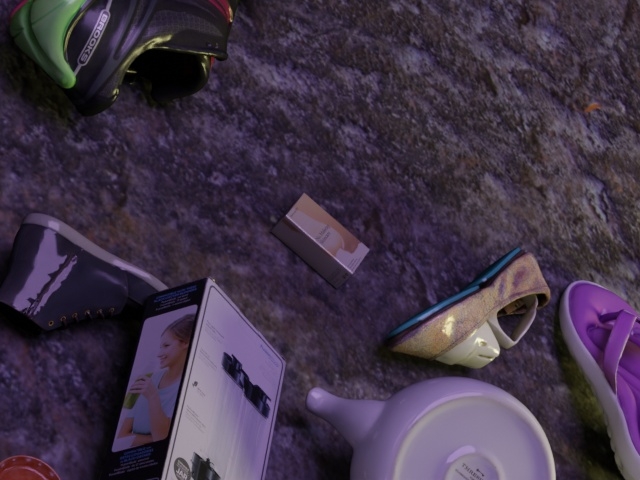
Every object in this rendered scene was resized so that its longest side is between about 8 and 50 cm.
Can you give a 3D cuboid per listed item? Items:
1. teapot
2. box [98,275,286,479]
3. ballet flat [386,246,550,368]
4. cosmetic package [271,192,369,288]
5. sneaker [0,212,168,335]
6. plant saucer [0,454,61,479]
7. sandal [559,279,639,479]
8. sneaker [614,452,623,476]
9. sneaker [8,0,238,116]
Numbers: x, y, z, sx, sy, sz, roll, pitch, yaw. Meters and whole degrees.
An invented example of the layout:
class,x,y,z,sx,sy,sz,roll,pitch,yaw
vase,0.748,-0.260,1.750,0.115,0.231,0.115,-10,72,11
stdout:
class,x,y,z,sx,sy,sz,roll,pitch,yaw
teapot,0.138,0.275,1.832,0.252,0.187,0.256,-10,91,-21
box,-0.133,0.204,1.693,0.169,0.087,0.290,50,35,-37
ballet flat,0.210,0.103,2.069,0.316,0.107,0.106,-29,86,-45
cosmetic package,0.000,0.000,2.029,0.115,0.041,0.060,40,43,-5
sneaker,-0.260,0.074,1.764,0.222,0.083,0.118,33,64,-25
plant saucer,-0.302,0.260,1.621,0.083,0.013,0.083,21,47,-24
sandal,0.441,0.183,2.120,0.169,0.102,0.416,17,35,-24
sneaker,0.465,0.296,2.134,0.162,0.073,0.063,21,48,-24
sneaker,-0.193,-0.288,2.038,0.483,0.185,0.202,-34,100,-43
